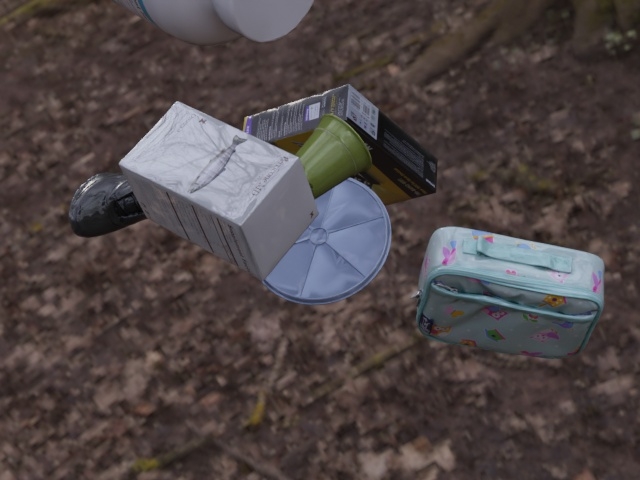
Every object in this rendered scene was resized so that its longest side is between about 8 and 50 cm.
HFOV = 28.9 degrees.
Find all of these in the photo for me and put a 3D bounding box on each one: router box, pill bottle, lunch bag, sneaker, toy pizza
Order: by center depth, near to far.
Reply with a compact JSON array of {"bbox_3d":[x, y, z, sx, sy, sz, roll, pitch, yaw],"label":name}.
[{"bbox_3d":[-0.122,-0.253,1.026,0.146,0.146,0.264,-42,52,-20],"label":"pill bottle"},{"bbox_3d":[0.000,0.000,1.723,0.201,0.032,0.201,-5,64,9],"label":"toy pizza"},{"bbox_3d":[0.277,0.081,1.865,0.279,0.224,0.108,9,61,1],"label":"lunch bag"},{"bbox_3d":[-0.324,-0.084,2.250,0.286,0.109,0.130,-29,23,-34],"label":"sneaker"},{"bbox_3d":[0.039,-0.160,2.332,0.242,0.309,0.081,-14,59,34],"label":"router box"}]

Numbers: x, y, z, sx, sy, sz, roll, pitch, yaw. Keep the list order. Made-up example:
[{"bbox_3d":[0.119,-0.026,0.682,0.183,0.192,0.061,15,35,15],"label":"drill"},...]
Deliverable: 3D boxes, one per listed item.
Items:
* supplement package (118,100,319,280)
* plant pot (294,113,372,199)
[{"bbox_3d":[-0.109,-0.055,1.339,0.179,0.105,0.105,26,64,29],"label":"supplement package"},{"bbox_3d":[0.003,-0.089,1.427,0.079,0.083,0.083,-43,36,-20],"label":"plant pot"}]
